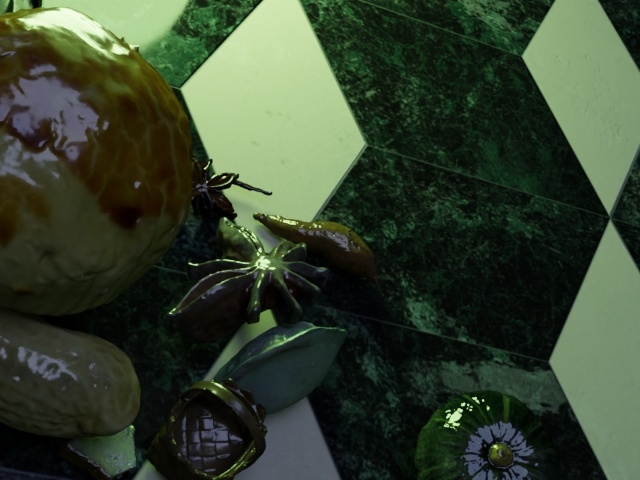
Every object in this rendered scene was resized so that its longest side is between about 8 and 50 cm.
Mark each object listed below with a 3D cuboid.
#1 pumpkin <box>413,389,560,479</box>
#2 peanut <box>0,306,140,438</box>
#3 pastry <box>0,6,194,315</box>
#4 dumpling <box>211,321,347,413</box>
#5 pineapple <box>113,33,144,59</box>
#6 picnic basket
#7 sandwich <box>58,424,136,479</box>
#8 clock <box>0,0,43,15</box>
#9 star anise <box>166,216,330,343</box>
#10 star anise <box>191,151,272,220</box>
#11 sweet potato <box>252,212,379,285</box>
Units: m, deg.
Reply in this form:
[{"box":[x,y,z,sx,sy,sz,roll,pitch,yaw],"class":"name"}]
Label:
[{"box":[0.234,0.319,1.525,0.211,0.152,0.212,4,73,-12],"class":"pumpkin"},{"box":[-0.367,0.151,1.308,0.312,0.152,0.152,17,54,-2],"class":"peanut"},{"box":[-0.328,-0.107,1.298,0.388,0.313,0.389,24,36,-19],"class":"pastry"},{"box":[-0.058,0.159,1.480,0.216,0.149,0.105,-19,40,-28],"class":"dumpling"},{"box":[-0.316,-0.196,1.554,0.166,0.166,0.193,10,58,-22],"class":"pineapple"},{"box":[-0.130,0.238,1.366,0.128,0.178,0.138,40,52,3],"class":"picnic basket"},{"box":[-0.270,0.255,1.376,0.093,0.036,0.105,34,50,-4],"class":"sandwich"},{"box":[-0.575,-0.368,1.585,0.325,0.067,0.325,13,56,-19],"class":"clock"},{"box":[-0.091,0.060,1.526,0.198,0.111,0.258,11,29,2],"class":"star anise"},{"box":[-0.156,-0.078,1.625,0.190,0.070,0.097,9,84,-24],"class":"star anise"},{"box":[0.005,-0.005,1.662,0.226,0.068,0.068,27,52,-7],"class":"sweet potato"}]
